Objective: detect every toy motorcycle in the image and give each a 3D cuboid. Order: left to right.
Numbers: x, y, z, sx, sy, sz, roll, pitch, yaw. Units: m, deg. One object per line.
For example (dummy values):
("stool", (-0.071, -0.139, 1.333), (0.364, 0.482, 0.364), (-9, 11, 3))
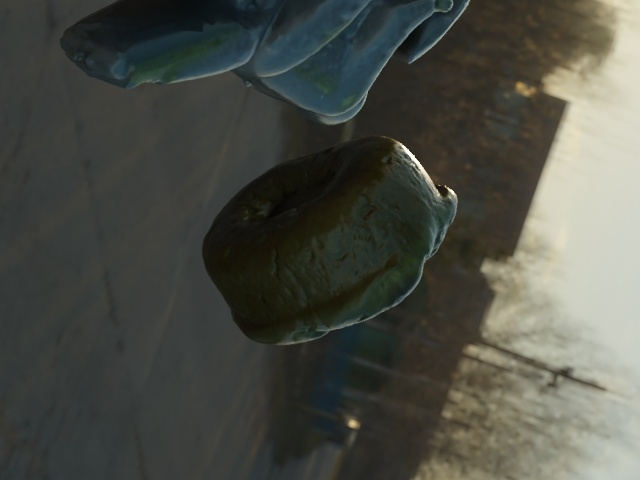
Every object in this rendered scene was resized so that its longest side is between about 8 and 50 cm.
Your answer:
("toy motorcycle", (0.001, -0.155, 0.753), (0.340, 0.108, 0.223), (-23, 137, -49))

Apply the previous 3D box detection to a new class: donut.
("donut", (0.000, 0.000, 1.390), (0.261, 0.128, 0.208), (-18, -153, 40))
